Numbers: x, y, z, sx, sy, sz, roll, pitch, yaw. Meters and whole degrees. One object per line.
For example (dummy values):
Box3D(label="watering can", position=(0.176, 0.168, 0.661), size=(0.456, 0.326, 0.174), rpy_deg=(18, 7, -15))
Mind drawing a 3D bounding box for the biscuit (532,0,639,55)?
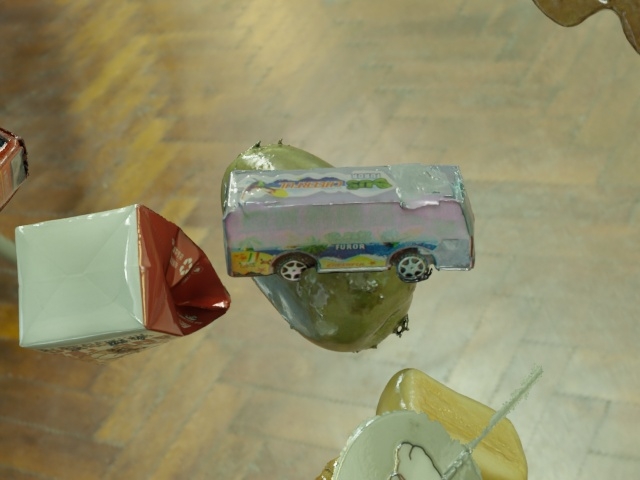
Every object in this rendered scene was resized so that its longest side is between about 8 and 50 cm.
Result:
Box3D(label="biscuit", position=(0.359, -0.318, 1.155), size=(0.358, 0.381, 0.074), rpy_deg=(4, 20, 22))

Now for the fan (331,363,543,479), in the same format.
Box3D(label="fan", position=(0.133, 0.217, 1.190), size=(0.329, 0.191, 0.009), rpy_deg=(-37, 7, -36))

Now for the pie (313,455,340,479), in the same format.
Box3D(label="pie", position=(0.051, 0.415, 1.785), size=(0.339, 0.083, 0.339), rpy_deg=(-30, 15, 9))

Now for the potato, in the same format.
Box3D(label="potato", position=(-0.005, 0.008, 1.843), size=(0.219, 0.270, 0.359), rpy_deg=(-32, 57, -25))

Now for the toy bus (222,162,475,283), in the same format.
Box3D(label="toy bus", position=(0.036, -0.026, 1.524), size=(0.316, 0.138, 0.112), rpy_deg=(-3, 45, 0))

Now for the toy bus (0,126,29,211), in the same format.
Box3D(label="toy bus", position=(-0.347, -0.088, 0.958), size=(0.234, 0.074, 0.096), rpy_deg=(29, 55, 11))

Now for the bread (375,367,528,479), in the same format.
Box3D(label="bread", position=(0.158, 0.255, 1.522), size=(0.098, 0.217, 0.147), rpy_deg=(-50, 22, 26))

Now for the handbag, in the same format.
Box3D(label="handbag", position=(-0.219, 0.068, 1.445), size=(0.171, 0.298, 0.151), rpy_deg=(-9, 75, 15))
